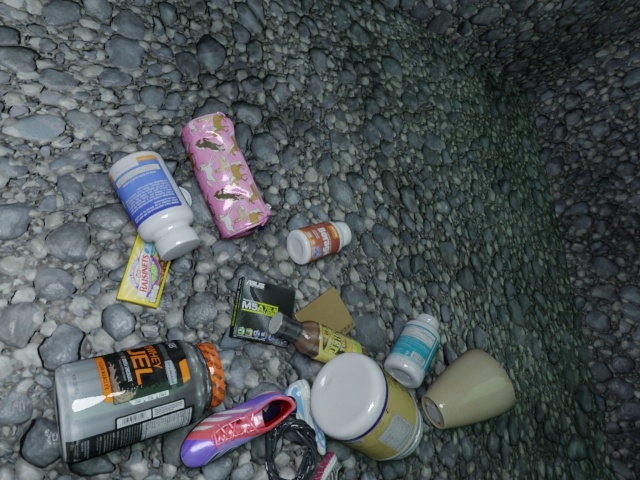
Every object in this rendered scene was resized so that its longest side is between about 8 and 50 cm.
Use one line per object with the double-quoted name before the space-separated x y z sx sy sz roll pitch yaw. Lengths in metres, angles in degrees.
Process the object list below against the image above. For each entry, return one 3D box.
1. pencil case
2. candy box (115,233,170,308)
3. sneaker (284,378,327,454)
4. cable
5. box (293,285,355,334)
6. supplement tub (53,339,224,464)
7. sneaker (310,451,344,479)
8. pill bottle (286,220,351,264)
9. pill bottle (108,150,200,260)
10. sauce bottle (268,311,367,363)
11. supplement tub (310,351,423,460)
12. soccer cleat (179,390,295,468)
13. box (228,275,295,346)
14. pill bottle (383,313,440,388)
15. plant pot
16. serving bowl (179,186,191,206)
"pencil case" -0.291 -0.198 1.265 0.167 0.160 0.386 -22 86 -38
"candy box" -0.471 0.074 1.121 0.105 0.027 0.206 19 63 -25
"sneaker" -0.040 0.537 1.238 0.086 0.085 0.237 -22 92 -8
"cable" -0.082 0.607 1.166 0.150 0.047 0.185 0 71 -14
"box" 0.016 0.273 1.400 0.201 0.021 0.165 -31 93 -38
"supplement tub" -0.411 0.351 0.950 0.337 0.207 0.207 -5 77 -37
"sneaker" 0.016 0.719 1.211 0.075 0.063 0.170 47 48 -5
"pill bottle" 0.000 0.000 1.423 0.216 0.121 0.121 -18 84 -38
"pill bottle" -0.437 -0.088 1.103 0.152 0.152 0.272 -24 79 -39
"sauce bottle" -0.004 0.318 1.278 0.344 0.111 0.112 30 58 -30
"supplement tub" 0.149 0.507 1.232 0.331 0.241 0.241 46 51 -38
"soccer cleat" -0.214 0.494 1.095 0.318 0.116 0.109 -15 82 -38
"box" -0.174 0.222 1.268 0.190 0.045 0.184 21 65 -29
"pill bottle" 0.349 0.395 1.513 0.146 0.146 0.264 49 53 -11
"plant pot" 0.524 0.580 1.534 0.273 0.256 0.257 -20 86 -22
"serving bowl" -0.428 -0.117 1.220 0.083 0.027 0.083 13 66 -31
